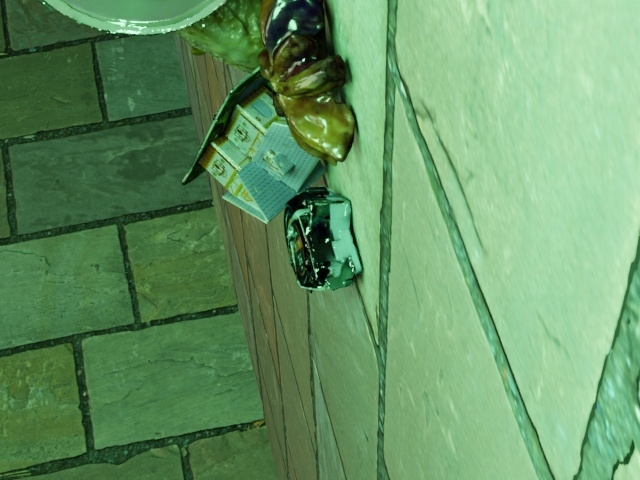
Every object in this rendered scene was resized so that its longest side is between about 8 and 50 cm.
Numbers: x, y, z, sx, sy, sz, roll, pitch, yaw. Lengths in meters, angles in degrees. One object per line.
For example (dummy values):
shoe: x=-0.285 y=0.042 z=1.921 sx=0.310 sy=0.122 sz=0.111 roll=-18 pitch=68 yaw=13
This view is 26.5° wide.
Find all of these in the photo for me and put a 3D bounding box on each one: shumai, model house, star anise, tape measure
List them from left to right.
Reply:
shumai: x=-0.100 y=-0.248 z=1.220 sx=0.153 sy=0.209 sz=0.161 roll=-60 pitch=-5 yaw=-4
model house: x=-0.038 y=-0.084 z=1.176 sx=0.088 sy=0.117 sz=0.167 roll=44 pitch=143 yaw=6
star anise: x=-0.013 y=-0.124 z=1.021 sx=0.168 sy=0.057 sz=0.168 roll=170 pitch=90 yaw=-84
tape measure: x=-0.001 y=-0.001 z=1.140 sx=0.094 sy=0.054 sz=0.091 roll=168 pitch=92 yaw=-77

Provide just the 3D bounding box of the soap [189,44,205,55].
soap: x=-0.132 y=-0.314 z=1.596 sx=0.257 sy=0.080 sz=0.160 roll=-108 pitch=9 yaw=-46

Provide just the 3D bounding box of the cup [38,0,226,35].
cup: x=-0.142 y=-0.332 z=1.108 sx=0.203 sy=0.203 sz=0.288 roll=86 pitch=-173 yaw=-47
